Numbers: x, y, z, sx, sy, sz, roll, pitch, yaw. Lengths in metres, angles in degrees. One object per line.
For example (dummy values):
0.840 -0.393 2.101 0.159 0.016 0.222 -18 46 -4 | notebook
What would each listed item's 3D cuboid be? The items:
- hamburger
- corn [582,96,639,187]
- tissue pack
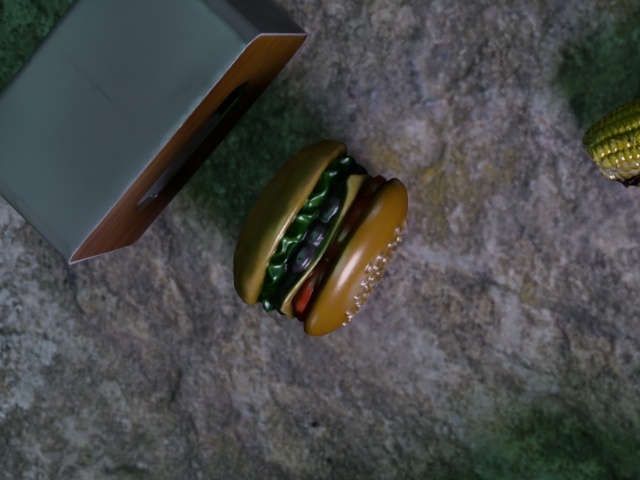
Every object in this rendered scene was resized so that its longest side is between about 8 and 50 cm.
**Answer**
0.000 0.000 1.605 0.115 0.162 0.162 31 103 7 | hamburger
0.305 -0.102 1.560 0.203 0.072 0.072 -24 91 17 | corn
-0.153 -0.121 1.626 0.136 0.159 0.246 44 105 7 | tissue pack
